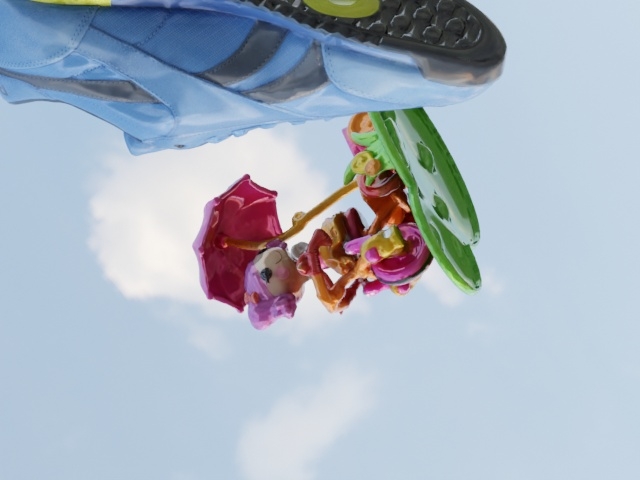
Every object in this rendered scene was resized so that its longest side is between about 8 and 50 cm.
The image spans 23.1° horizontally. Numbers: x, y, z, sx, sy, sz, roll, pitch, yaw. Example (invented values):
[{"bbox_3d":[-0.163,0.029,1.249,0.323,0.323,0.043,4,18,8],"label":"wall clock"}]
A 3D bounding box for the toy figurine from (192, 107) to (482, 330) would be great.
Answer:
[{"bbox_3d":[0.000,0.000,0.931,0.130,0.159,0.173,44,-157,-41],"label":"toy figurine"}]

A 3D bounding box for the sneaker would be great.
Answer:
[{"bbox_3d":[-0.032,-0.072,0.628,0.209,0.082,0.069,9,-146,4],"label":"sneaker"}]
